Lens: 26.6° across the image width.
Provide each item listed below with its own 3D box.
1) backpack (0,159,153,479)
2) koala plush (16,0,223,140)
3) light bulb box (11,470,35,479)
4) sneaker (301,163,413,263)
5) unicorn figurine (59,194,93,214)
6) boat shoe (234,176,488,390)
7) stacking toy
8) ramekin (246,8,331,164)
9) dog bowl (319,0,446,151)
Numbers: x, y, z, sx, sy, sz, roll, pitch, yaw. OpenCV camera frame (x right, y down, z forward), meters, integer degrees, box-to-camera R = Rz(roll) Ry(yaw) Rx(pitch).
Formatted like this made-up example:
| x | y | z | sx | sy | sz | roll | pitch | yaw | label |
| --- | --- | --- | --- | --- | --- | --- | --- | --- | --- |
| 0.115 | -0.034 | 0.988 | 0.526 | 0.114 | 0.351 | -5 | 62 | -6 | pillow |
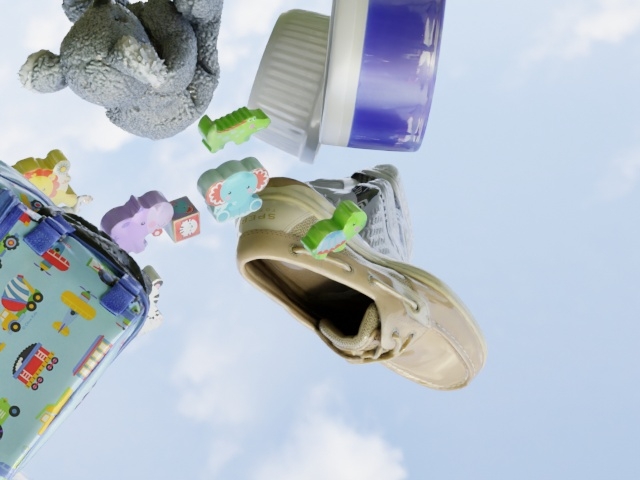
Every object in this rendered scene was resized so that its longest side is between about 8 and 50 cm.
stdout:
| x | y | z | sx | sy | sz | roll | pitch | yaw | label |
| --- | --- | --- | --- | --- | --- | --- | --- | --- | --- |
| -0.194 | 0.029 | 0.712 | 0.158 | 0.173 | 0.117 | -48 | -174 | -6 | backpack |
| -0.229 | -0.210 | 1.582 | 0.196 | 0.203 | 0.221 | -1 | -171 | 17 | koala plush |
| -0.311 | 0.316 | 0.882 | 0.361 | 0.225 | 0.357 | 27 | -85 | 29 | light bulb box |
| 0.000 | 0.000 | 1.662 | 0.210 | 0.137 | 0.366 | -12 | -169 | 9 | sneaker |
| -0.380 | -0.022 | 2.024 | 0.060 | 0.161 | 0.111 | -19 | -164 | 32 | unicorn figurine |
| 0.039 | 0.074 | 1.367 | 0.122 | 0.341 | 0.110 | -33 | -145 | 34 | boat shoe |
| -0.098 | -0.029 | 0.992 | 0.221 | 0.052 | 0.167 | -22 | -133 | -24 | stacking toy |
| -0.026 | -0.216 | 1.835 | 0.109 | 0.207 | 0.207 | 20 | -134 | 1 | ramekin |
| 0.063 | -0.224 | 1.392 | 0.104 | 0.264 | 0.264 | 6 | -139 | -1 | dog bowl |
